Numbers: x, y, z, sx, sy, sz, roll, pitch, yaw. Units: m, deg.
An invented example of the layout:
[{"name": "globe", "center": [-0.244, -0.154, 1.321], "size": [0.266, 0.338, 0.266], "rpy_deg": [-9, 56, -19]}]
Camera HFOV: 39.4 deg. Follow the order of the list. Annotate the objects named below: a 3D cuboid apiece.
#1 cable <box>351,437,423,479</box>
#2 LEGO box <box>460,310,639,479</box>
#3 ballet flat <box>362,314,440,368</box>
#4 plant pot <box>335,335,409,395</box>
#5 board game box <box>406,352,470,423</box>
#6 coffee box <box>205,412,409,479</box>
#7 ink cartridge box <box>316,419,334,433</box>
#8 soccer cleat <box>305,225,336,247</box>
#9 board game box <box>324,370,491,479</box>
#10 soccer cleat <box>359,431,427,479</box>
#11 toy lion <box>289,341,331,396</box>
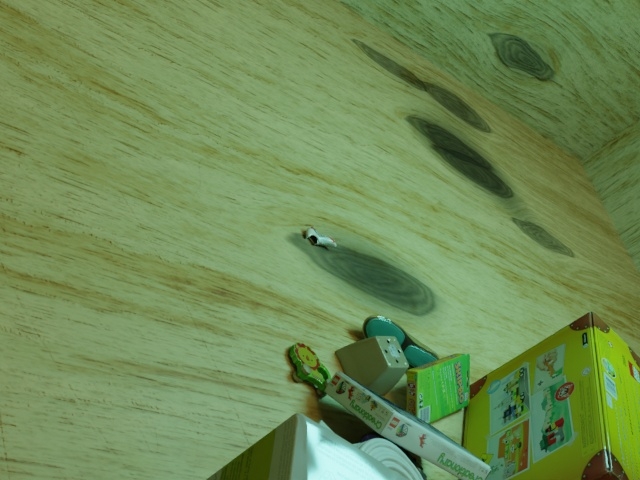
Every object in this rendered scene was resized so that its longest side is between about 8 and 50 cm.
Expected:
[{"name": "cable", "center": [0.101, 0.455, 1.476], "size": [0.257, 0.089, 0.257], "rpy_deg": [59, 29, -4]}, {"name": "LEGO box", "center": [0.494, 0.439, 1.881], "size": [0.193, 0.372, 0.500], "rpy_deg": [42, 31, -14]}, {"name": "ballet flat", "center": [0.170, 0.231, 1.997], "size": [0.232, 0.080, 0.073], "rpy_deg": [38, 4, -25]}, {"name": "plant pot", "center": [0.116, 0.253, 1.853], "size": [0.109, 0.096, 0.109], "rpy_deg": [8, 50, -49]}, {"name": "board game box", "center": [0.264, 0.326, 1.973], "size": [0.259, 0.039, 0.124], "rpy_deg": [-4, 96, -53]}, {"name": "coffee box", "center": [-0.025, 0.498, 1.147], "size": [0.338, 0.334, 0.338], "rpy_deg": [36, 31, -21]}, {"name": "ink cartridge box", "center": [-0.005, 0.413, 1.533], "size": [0.127, 0.072, 0.175], "rpy_deg": [46, 30, -7]}, {"name": "soccer cleat", "center": [0.000, 0.000, 2.052], "size": [0.083, 0.029, 0.035], "rpy_deg": [33, 43, -22]}, {"name": "board game box", "center": [0.169, 0.364, 1.717], "size": [0.305, 0.053, 0.193], "rpy_deg": [35, -5, -34]}, {"name": "soccer cleat", "center": [0.152, 0.498, 1.631], "size": [0.116, 0.108, 0.318], "rpy_deg": [-20, 69, -40]}, {"name": "toy lion", "center": [-0.019, 0.246, 1.749], "size": [0.100, 0.034, 0.096], "rpy_deg": [36, 25, -23]}]
